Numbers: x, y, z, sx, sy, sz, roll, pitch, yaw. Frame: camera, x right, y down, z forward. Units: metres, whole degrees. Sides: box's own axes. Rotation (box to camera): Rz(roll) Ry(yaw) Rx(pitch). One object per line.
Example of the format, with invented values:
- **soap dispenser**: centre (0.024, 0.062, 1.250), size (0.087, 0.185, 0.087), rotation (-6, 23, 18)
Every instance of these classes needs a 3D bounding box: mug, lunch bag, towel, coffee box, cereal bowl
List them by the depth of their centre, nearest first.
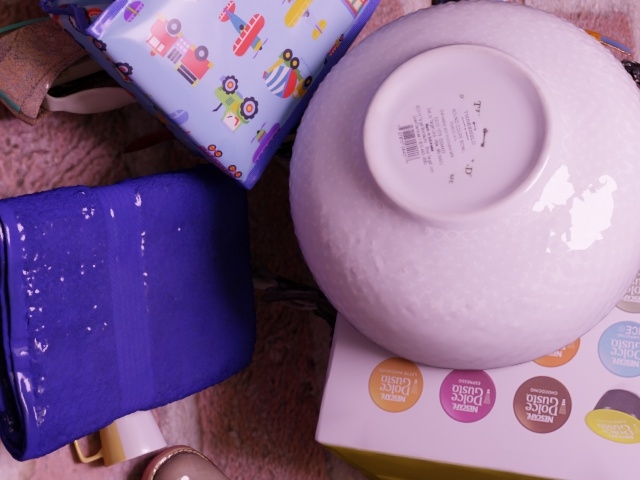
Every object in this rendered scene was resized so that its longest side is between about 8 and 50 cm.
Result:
- **cereal bowl**: centre (0.128, -0.066, 1.069), size (0.141, 0.338, 0.339), rotation (58, 41, -68)
- **lunch bag**: centre (-0.065, -0.236, 1.126), size (0.293, 0.138, 0.221), rotation (-49, 127, -5)
- **towel**: centre (-0.187, 0.052, 1.150), size (0.308, 0.076, 0.228), rotation (-16, 107, -50)
- **mug**: centre (-0.194, 0.181, 1.193), size (0.078, 0.062, 0.064), rotation (-13, 82, -42)
- **coffee box**: centre (0.222, 0.102, 1.247), size (0.338, 0.337, 0.335), rotation (53, 45, -65)

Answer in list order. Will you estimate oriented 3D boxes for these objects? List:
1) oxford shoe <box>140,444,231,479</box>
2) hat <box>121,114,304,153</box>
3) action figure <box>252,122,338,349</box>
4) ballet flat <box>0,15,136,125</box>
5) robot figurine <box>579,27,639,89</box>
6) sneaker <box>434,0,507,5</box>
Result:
- **oxford shoe**: centre (-0.054, 0.351, 1.215), size (0.123, 0.130, 0.348), rotation (-38, 104, -33)
- **hat**: centre (-0.057, -0.117, 1.319), size (0.208, 0.173, 0.184), rotation (27, 90, 12)
- **action figure**: centre (0.000, 0.000, 1.310), size (0.164, 0.140, 0.276), rotation (-56, 151, -50)
- **ballet flat**: centre (-0.181, -0.191, 1.229), size (0.316, 0.107, 0.106), rotation (-28, 70, -26)
- **robot figurine**: centre (0.369, -0.166, 1.574), size (0.291, 0.085, 0.211), rotation (21, 69, -5)
- **sneaker**: centre (0.191, -0.334, 1.540), size (0.081, 0.080, 0.211), rotation (9, 87, -40)
